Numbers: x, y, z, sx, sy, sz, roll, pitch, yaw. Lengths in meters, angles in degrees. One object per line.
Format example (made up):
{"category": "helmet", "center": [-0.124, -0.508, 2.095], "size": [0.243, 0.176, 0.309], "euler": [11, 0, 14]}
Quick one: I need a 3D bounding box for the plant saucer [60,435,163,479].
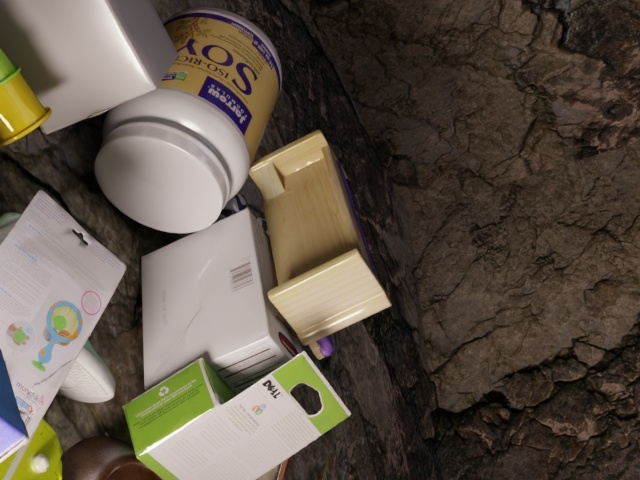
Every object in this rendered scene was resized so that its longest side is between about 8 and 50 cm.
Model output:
{"category": "plant saucer", "center": [-0.241, 0.397, 0.982], "size": [0.310, 0.050, 0.310], "euler": [-18, 90, -73]}

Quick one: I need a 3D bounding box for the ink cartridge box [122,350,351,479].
{"category": "ink cartridge box", "center": [-0.111, 0.241, 1.092], "size": [0.097, 0.255, 0.189], "euler": [56, -2, 46]}

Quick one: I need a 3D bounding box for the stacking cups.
{"category": "stacking cups", "center": [-0.444, -0.265, 0.922], "size": [0.096, 0.096, 0.316], "euler": [-79, 146, -59]}

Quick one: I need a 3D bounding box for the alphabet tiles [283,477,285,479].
{"category": "alphabet tiles", "center": [-0.132, 0.375, 1.426], "size": [0.198, 0.009, 0.237], "euler": [-35, 107, -73]}

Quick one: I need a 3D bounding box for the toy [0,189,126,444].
{"category": "toy", "center": [-0.314, 0.078, 0.824], "size": [0.137, 0.056, 0.237], "euler": [49, 40, -31]}

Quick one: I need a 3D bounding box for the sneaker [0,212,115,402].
{"category": "sneaker", "center": [-0.318, 0.079, 0.953], "size": [0.256, 0.094, 0.151], "euler": [57, 29, -35]}

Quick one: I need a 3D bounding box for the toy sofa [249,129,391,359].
{"category": "toy sofa", "center": [0.000, 0.000, 1.257], "size": [0.177, 0.150, 0.362], "euler": [56, 12, -37]}

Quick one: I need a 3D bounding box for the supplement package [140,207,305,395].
{"category": "supplement package", "center": [-0.152, 0.119, 1.214], "size": [0.145, 0.204, 0.262], "euler": [56, 14, -46]}

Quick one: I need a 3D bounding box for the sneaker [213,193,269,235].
{"category": "sneaker", "center": [-0.153, 0.020, 1.584], "size": [0.235, 0.094, 0.153], "euler": [59, 28, -59]}

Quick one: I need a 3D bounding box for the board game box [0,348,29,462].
{"category": "board game box", "center": [-0.332, 0.013, 0.430], "size": [0.232, 0.141, 0.291], "euler": [43, -11, 49]}

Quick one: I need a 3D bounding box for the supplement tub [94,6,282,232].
{"category": "supplement tub", "center": [-0.212, -0.200, 1.287], "size": [0.241, 0.241, 0.331], "euler": [59, 33, -39]}

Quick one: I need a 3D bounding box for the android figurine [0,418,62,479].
{"category": "android figurine", "center": [-0.350, 0.216, 0.799], "size": [0.248, 0.056, 0.273], "euler": [-80, 146, -58]}

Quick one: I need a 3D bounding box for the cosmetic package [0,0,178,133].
{"category": "cosmetic package", "center": [-0.372, -0.356, 1.062], "size": [0.155, 0.197, 0.365], "euler": [-83, 153, -56]}

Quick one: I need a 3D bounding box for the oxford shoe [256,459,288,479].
{"category": "oxford shoe", "center": [-0.128, 0.354, 1.253], "size": [0.130, 0.123, 0.348], "euler": [35, 41, -50]}
